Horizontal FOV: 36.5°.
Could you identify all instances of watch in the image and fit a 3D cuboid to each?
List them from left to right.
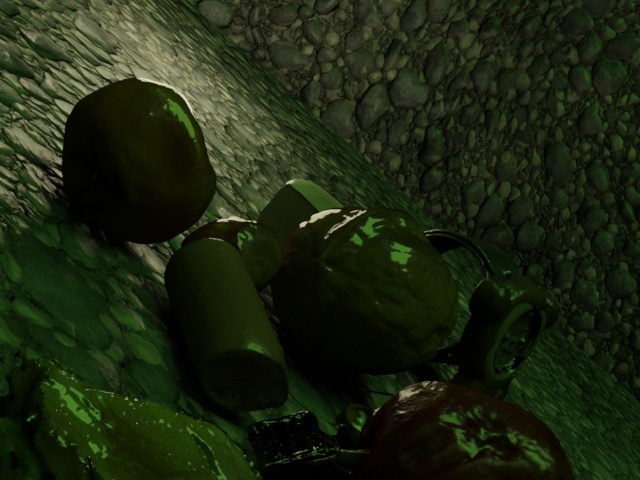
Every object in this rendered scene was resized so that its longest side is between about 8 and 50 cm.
[{"bbox_3d":[0.273,0.156,2.035,0.327,0.335,0.314,31,11,35],"label":"watch"}]

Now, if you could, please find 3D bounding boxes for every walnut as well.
[{"bbox_3d":[0.068,0.082,1.633,0.306,0.306,0.344,54,8,32],"label":"walnut"}]

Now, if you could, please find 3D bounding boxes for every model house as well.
[{"bbox_3d":[-0.018,0.288,1.180,0.152,0.106,0.165,36,12,-34],"label":"model house"}]

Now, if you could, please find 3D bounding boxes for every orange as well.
[{"bbox_3d":[-0.269,-0.117,1.416,0.249,0.249,0.183,45,30,3],"label":"orange"}]

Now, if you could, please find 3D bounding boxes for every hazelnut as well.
[{"bbox_3d":[-0.143,0.022,1.529,0.150,0.150,0.150,41,15,-13],"label":"hazelnut"}]

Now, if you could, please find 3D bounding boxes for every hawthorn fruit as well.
[{"bbox_3d":[0.158,0.284,1.094,0.261,0.258,0.258,52,14,-4],"label":"hawthorn fruit"}]

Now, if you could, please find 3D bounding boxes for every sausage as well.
[{"bbox_3d":[-0.129,0.117,1.318,0.123,0.123,0.253,32,18,-39],"label":"sausage"}]

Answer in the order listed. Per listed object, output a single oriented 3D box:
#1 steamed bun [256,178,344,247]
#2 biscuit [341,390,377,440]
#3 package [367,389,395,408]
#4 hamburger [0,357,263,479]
[{"bbox_3d":[0.000,0.000,1.938,0.241,0.146,0.164,47,18,19],"label":"steamed bun"},{"bbox_3d":[0.179,0.376,1.585,0.339,0.047,0.216,46,16,7],"label":"biscuit"},{"bbox_3d":[0.198,0.334,1.545,0.251,0.062,0.204,28,21,-42],"label":"package"},{"bbox_3d":[-0.165,0.243,0.856,0.309,0.132,0.211,33,18,-35],"label":"hamburger"}]
